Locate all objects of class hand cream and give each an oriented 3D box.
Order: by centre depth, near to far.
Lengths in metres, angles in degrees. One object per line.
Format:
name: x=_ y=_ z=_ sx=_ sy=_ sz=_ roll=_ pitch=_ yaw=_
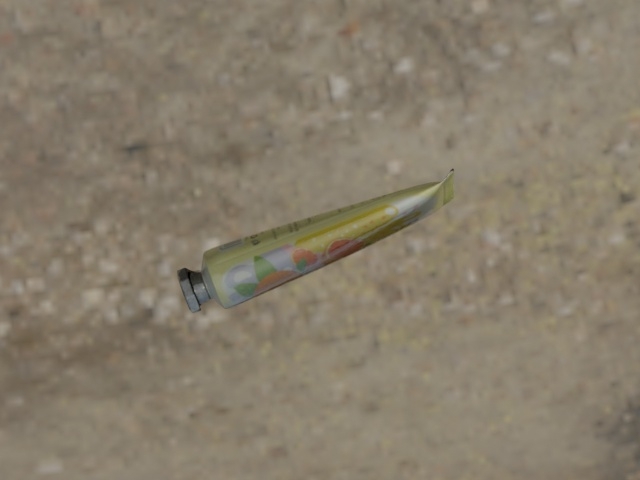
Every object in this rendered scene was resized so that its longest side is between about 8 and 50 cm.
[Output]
hand cream: x=0.000 y=0.000 z=0.652 sx=0.102 sy=0.022 sz=0.035 roll=-20 pitch=163 yaw=-2
